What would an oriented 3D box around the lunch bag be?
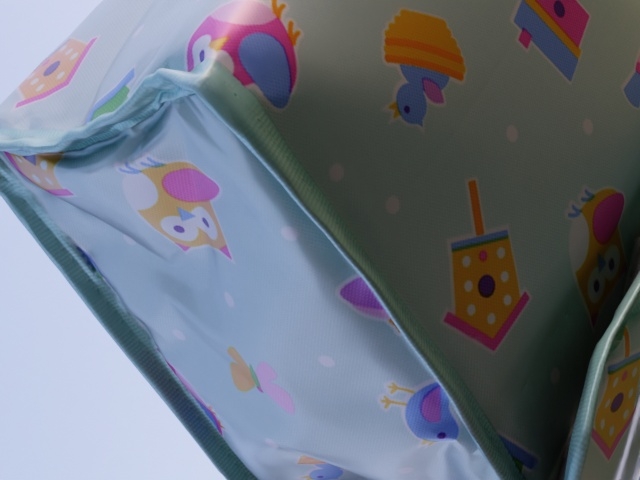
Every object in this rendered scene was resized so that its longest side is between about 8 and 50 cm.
[{"bbox_3d":[0.050,-0.011,0.522,0.262,0.160,0.223,52,-128,-22],"label":"lunch bag"}]
